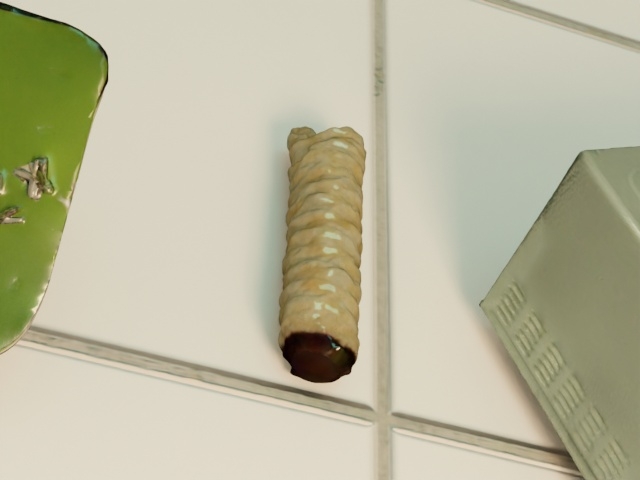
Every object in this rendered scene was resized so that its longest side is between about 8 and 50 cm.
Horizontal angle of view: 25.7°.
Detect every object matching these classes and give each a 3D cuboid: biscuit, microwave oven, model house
[{"bbox_3d":[0.000,0.000,0.962,0.061,0.055,0.219,9,46,-4],"label":"biscuit"},{"bbox_3d":[0.297,0.061,0.961,0.295,0.181,0.237,-8,52,-32],"label":"microwave oven"},{"bbox_3d":[-0.282,-0.051,0.838,0.293,0.154,0.207,15,88,-2],"label":"model house"}]
